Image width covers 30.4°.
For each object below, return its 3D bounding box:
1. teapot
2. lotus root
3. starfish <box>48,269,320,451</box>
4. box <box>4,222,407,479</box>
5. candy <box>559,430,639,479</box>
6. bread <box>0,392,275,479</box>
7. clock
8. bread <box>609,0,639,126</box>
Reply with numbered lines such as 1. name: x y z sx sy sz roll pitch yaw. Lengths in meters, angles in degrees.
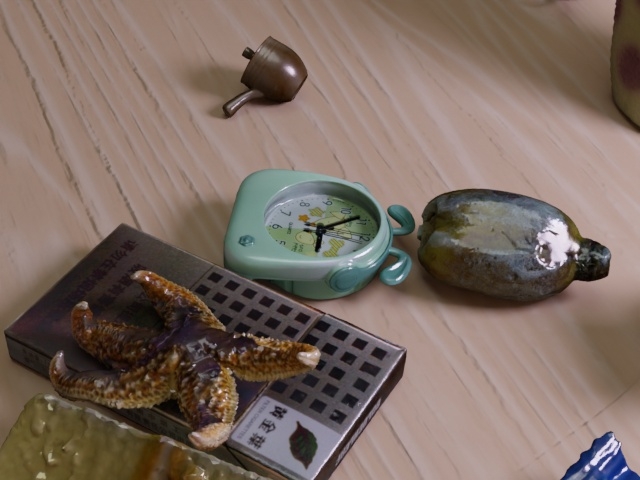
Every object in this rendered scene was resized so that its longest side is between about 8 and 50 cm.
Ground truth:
1. teapot: -0.071 -0.183 1.400 0.080 0.085 0.110 34 77 0
2. lotus root: 0.191 0.006 1.171 0.192 0.088 0.113 11 59 8
3. starfish: -0.113 0.104 0.990 0.238 0.071 0.216 -8 41 14
4. box: -0.105 0.104 1.079 0.325 0.047 0.180 22 46 22
5. candy: 0.292 0.294 0.873 0.331 0.077 0.187 33 58 30
6. bread: -0.129 0.272 0.874 0.264 0.198 0.236 17 75 22
7. clock: 0.000 -0.001 1.188 0.189 0.060 0.148 8 42 6
8. bread: 0.440 -0.294 1.332 0.187 0.338 0.155 -20 40 -23
